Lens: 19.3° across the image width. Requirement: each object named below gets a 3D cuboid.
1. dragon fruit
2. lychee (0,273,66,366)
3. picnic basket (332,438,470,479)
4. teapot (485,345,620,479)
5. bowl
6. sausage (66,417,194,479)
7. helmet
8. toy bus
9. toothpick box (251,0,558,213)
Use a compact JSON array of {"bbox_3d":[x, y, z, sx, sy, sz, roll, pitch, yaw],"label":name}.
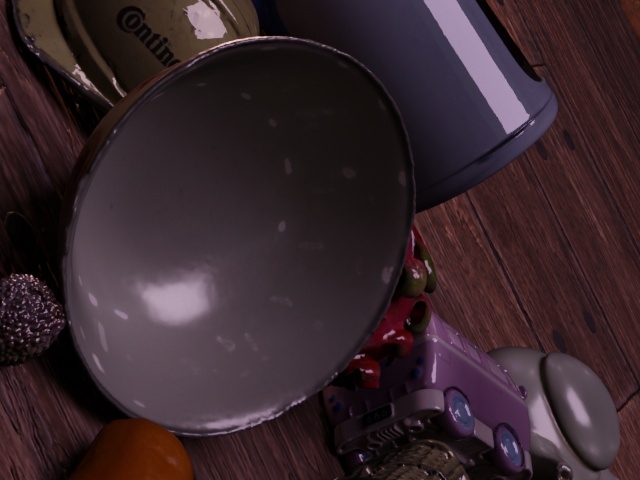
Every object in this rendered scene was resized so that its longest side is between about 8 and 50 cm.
[{"bbox_3d":[-0.002,0.010,1.763,0.218,0.198,0.273,13,24,-25],"label":"dragon fruit"},{"bbox_3d":[-0.222,0.060,1.390,0.083,0.068,0.067,-43,147,-48],"label":"lychee"},{"bbox_3d":[0.058,0.273,1.656,0.154,0.134,0.196,66,24,-1],"label":"picnic basket"},{"bbox_3d":[0.283,0.237,2.121,0.318,0.149,0.220,35,37,-45],"label":"teapot"},{"bbox_3d":[-0.099,-0.020,1.548,0.157,0.337,0.337,27,-11,49],"label":"bowl"},{"bbox_3d":[-0.152,0.209,1.355,0.098,0.098,0.238,56,24,-15],"label":"sausage"},{"bbox_3d":[-0.138,-0.195,1.692,0.257,0.137,0.204,36,32,-31],"label":"helmet"},{"bbox_3d":[0.110,0.171,1.854,0.202,0.142,0.142,38,35,-43],"label":"toy bus"},{"bbox_3d":[0.070,-0.222,2.087,0.355,0.263,0.263,57,25,-11],"label":"toothpick box"}]
